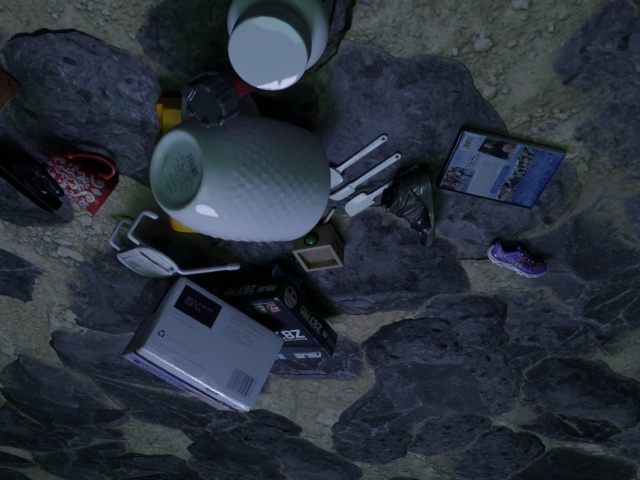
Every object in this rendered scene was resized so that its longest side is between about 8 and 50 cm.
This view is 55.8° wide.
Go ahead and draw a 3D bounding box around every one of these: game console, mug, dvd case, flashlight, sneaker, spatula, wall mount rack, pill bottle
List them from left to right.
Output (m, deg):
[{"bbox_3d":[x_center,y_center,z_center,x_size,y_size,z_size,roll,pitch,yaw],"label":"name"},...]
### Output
[{"bbox_3d":[-0.710,-0.146,1.492,0.361,0.044,0.213,10,149,49],"label":"game console"},{"bbox_3d":[-0.612,-0.170,1.555,0.169,0.113,0.150,35,86,-19],"label":"mug"},{"bbox_3d":[-0.409,0.043,1.657,0.304,0.130,0.350,38,157,-24],"label":"wall mount rack"},{"bbox_3d":[-0.190,-0.181,1.296,0.276,0.374,0.328,-17,170,35],"label":"mug"},{"bbox_3d":[-0.145,-0.300,1.191,0.103,0.304,0.103,1,119,22],"label":"flashlight"},{"bbox_3d":[-0.065,-0.404,1.071,0.176,0.318,0.176,4,134,5],"label":"pill bottle"},{"bbox_3d":[-0.094,0.114,1.795,0.073,0.063,0.162,-29,130,9],"label":"sneaker"},{"bbox_3d":[0.109,-0.158,1.507,0.242,0.019,0.168,-32,122,33],"label":"spatula"},{"bbox_3d":[0.223,-0.075,1.522,0.130,0.087,0.227,-7,133,12],"label":"sneaker"},{"bbox_3d":[0.425,-0.170,1.449,0.253,0.022,0.180,12,136,-4],"label":"dvd case"},{"bbox_3d":[0.535,0.046,1.621,0.170,0.068,0.071,17,129,-9],"label":"sneaker"}]

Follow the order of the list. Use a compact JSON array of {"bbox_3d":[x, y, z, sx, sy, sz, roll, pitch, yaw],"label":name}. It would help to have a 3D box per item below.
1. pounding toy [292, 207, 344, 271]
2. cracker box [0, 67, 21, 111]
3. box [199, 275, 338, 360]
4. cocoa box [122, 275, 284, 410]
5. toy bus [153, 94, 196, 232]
[{"bbox_3d":[0.000,0.000,1.641,0.130,0.100,0.141,-10,143,18],"label":"pounding toy"},{"bbox_3d":[-0.819,-0.288,1.409,0.232,0.155,0.067,-24,127,29],"label":"cracker box"},{"bbox_3d":[-0.192,0.250,1.861,0.395,0.097,0.318,-8,137,32],"label":"box"},{"bbox_3d":[-0.329,0.298,1.695,0.347,0.231,0.228,35,151,-18],"label":"cocoa box"},{"bbox_3d":[-0.325,-0.181,1.465,0.108,0.130,0.332,5,135,3],"label":"toy bus"}]
